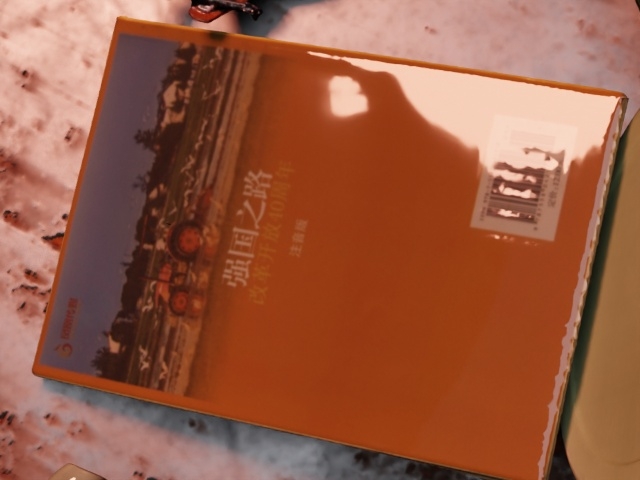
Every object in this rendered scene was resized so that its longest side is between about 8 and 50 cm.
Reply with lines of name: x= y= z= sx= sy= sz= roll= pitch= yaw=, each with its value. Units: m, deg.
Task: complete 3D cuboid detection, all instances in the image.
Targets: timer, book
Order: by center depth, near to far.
timer: x=0.344 y=0.056 z=1.206 sx=0.315 sy=0.291 sz=0.291 roll=12 pitch=83 yaw=-14
book: x=0.000 y=0.000 z=1.305 sx=0.373 sy=0.028 sz=0.263 roll=11 pitch=85 yaw=21

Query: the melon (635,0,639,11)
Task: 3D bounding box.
melon: x=0.288 y=-0.226 z=1.270 sx=0.182 sy=0.182 sz=0.288 roll=10 pitch=78 yaw=7

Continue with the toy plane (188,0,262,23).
toy plane: x=-0.034 y=-0.201 z=1.361 sx=0.189 sy=0.061 sz=0.130 roll=0 pitch=52 yaw=3

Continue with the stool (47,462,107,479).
stool: x=-0.235 y=0.216 z=1.255 sx=0.195 sy=0.195 sz=0.199 roll=23 pitch=83 yaw=9
